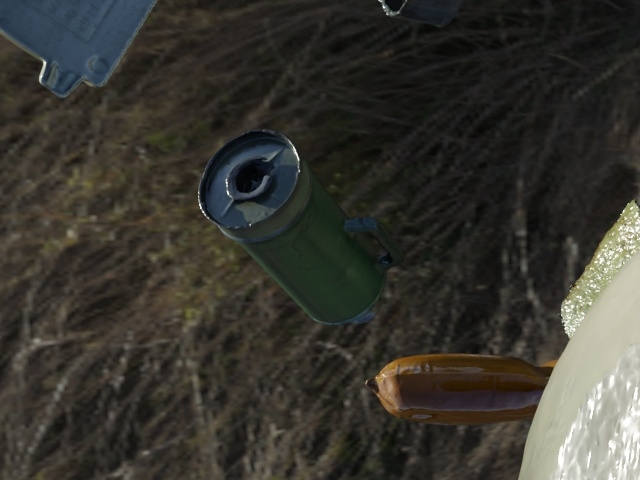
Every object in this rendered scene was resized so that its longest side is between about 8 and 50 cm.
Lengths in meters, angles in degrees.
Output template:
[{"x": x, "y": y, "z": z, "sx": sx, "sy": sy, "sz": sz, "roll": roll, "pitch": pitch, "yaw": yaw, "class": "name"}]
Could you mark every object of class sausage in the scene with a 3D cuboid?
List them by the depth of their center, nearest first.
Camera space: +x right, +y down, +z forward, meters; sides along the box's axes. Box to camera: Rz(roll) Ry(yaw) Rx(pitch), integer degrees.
[{"x": 0.125, "y": 0.112, "z": 1.118, "sx": 0.183, "sy": 0.062, "sz": 0.054, "roll": 0, "pitch": 89, "yaw": -3, "class": "sausage"}]

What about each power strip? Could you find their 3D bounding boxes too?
[{"x": -0.092, "y": -0.152, "z": 0.676, "sx": 0.175, "sy": 0.075, "sz": 0.042, "roll": -57, "pitch": 19, "yaw": -2, "class": "power strip"}]

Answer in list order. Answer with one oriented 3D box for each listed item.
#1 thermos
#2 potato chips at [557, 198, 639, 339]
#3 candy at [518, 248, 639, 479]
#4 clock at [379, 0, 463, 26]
[{"x": -0.004, "y": -0.001, "z": 1.011, "sx": 0.083, "sy": 0.187, "sz": 0.073, "roll": -41, "pitch": 52, "yaw": 1, "class": "thermos"}, {"x": 0.310, "y": 0.044, "z": 1.625, "sx": 0.026, "sy": 0.209, "sz": 0.142, "roll": 32, "pitch": 128, "yaw": -14, "class": "potato chips"}, {"x": 0.196, "y": 0.123, "z": 0.751, "sx": 0.185, "sy": 0.295, "sz": 0.295, "roll": 6, "pitch": 95, "yaw": -3, "class": "candy"}, {"x": 0.117, "y": -0.387, "z": 1.595, "sx": 0.061, "sy": 0.312, "sz": 0.312, "roll": 2, "pitch": 92, "yaw": -10, "class": "clock"}]
